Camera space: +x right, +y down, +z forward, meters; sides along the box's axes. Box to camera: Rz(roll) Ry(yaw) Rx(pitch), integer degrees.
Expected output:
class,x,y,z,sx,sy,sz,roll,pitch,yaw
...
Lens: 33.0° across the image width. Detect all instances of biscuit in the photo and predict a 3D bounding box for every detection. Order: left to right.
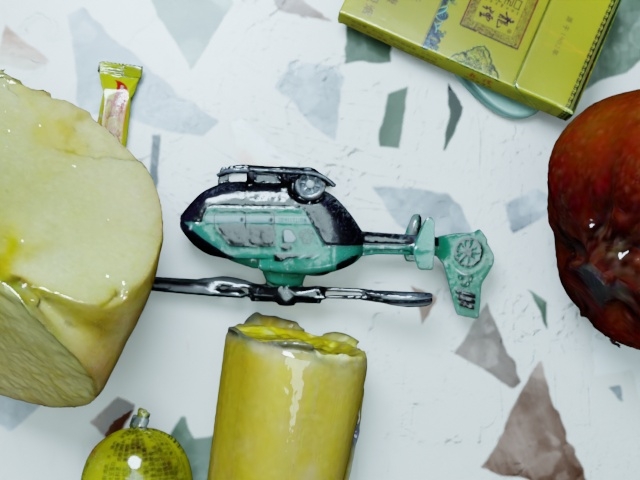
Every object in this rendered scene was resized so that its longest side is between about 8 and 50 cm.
class,x,y,z,sx,sy,sz,roll,pitch,yaw
biscuit,-0.239,-0.050,1.184,0.048,0.026,0.292,8,90,-10

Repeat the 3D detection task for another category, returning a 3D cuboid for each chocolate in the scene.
class,x,y,z,sx,sy,sz,roll,pitch,yaw
chocolate,-0.057,0.309,1.148,0.162,0.162,0.446,9,93,-4

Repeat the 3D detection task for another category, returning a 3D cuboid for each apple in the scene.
class,x,y,z,sx,sy,sz,roll,pitch,yaw
apple,-0.317,0.008,1.065,0.309,0.252,0.314,27,96,-6

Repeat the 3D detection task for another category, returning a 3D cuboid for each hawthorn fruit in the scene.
class,x,y,z,sx,sy,sz,roll,pitch,yaw
hawthorn fruit,0.383,-0.035,1.107,0.311,0.295,0.295,-43,93,-6

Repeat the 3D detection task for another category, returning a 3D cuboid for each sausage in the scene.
class,x,y,z,sx,sy,sz,roll,pitch,yaw
sausage,-0.194,0.350,1.136,0.123,0.123,0.347,0,89,-4

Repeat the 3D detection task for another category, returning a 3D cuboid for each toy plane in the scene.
class,x,y,z,sx,sy,sz,roll,pitch,yaw
toy plane,0.000,0.000,1.168,0.381,0.106,0.155,3,96,-5

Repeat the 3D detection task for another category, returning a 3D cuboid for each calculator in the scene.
class,x,y,z,sx,sy,sz,roll,pitch,yaw
calculator,0.198,-0.205,1.216,0.095,0.021,0.153,-41,93,-4

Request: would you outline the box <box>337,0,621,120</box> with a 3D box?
class,x,y,z,sx,sy,sz,roll,pitch,yaw
box,0.174,-0.255,1.186,0.279,0.041,0.153,24,80,2
